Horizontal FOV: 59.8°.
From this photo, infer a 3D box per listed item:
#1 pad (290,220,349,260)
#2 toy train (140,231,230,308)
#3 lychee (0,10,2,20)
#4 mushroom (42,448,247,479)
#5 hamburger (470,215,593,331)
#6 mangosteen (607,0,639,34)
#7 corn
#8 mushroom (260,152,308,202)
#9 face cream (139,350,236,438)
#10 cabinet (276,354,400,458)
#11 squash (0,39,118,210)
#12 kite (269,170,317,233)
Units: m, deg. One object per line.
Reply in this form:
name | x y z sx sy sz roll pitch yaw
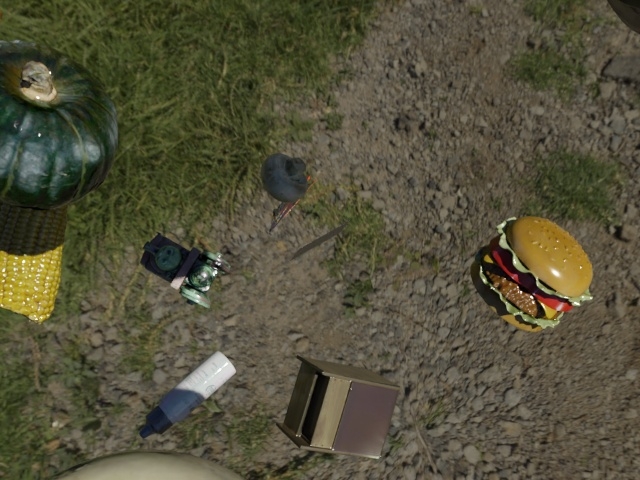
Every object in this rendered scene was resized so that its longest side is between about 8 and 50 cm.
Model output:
pad | 0.000 0.000 1.684 0.190 0.127 0.004 -29 82 -23
toy train | -0.368 0.072 1.483 0.222 0.304 0.150 31 78 -11
lychee | -0.654 -0.265 0.938 0.270 0.269 0.320 0 41 10
mushroom | -0.118 0.258 0.332 0.246 0.202 0.246 10 51 -12
hamburger | 0.520 0.064 1.343 0.275 0.212 0.274 20 38 -16
mangosteen | 0.247 -0.186 0.279 0.210 0.210 0.209 -3 71 9
corn | -0.590 -0.027 1.126 0.144 0.144 0.387 -5 69 8
mushroom | -0.054 -0.099 0.863 0.067 0.084 0.083 -36 64 33
face cream | -0.389 0.450 1.601 0.311 0.092 0.092 -39 68 -23
cabinet | 0.037 0.382 1.288 0.215 0.148 0.174 18 86 -29
squash | -0.355 -0.141 0.684 0.172 0.218 0.218 -36 68 18
kite | -0.067 -0.086 1.253 0.009 0.232 0.189 38 118 3
